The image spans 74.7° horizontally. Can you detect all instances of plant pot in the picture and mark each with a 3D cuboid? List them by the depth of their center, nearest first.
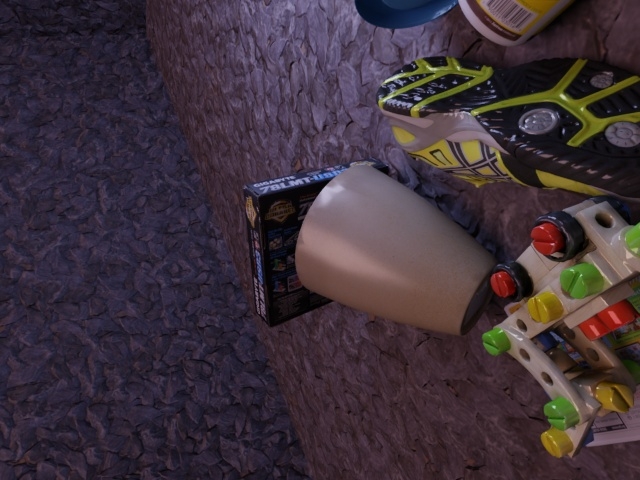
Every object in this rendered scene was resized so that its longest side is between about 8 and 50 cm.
[{"bbox_3d":[0.144,0.037,0.710,0.274,0.257,0.256,29,132,33],"label":"plant pot"}]

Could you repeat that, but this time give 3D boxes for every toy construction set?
[{"bbox_3d":[0.289,0.081,0.418,0.214,0.151,0.327,64,151,27],"label":"toy construction set"}]

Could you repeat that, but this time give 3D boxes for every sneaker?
[{"bbox_3d":[0.246,-0.136,0.541,0.385,0.145,0.147,38,169,44],"label":"sneaker"}]

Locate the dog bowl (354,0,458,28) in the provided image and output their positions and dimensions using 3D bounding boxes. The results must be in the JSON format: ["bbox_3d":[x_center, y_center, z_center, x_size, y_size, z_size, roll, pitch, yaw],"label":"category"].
[{"bbox_3d":[0.151,-0.392,0.516,0.297,0.166,0.073,152,112,-63],"label":"dog bowl"}]

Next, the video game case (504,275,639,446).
[{"bbox_3d":[0.356,0.129,0.507,0.206,0.026,0.227,66,152,23],"label":"video game case"}]

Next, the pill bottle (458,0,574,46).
[{"bbox_3d":[0.247,-0.310,0.415,0.215,0.118,0.117,-39,70,61],"label":"pill bottle"}]

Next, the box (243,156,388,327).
[{"bbox_3d":[0.000,0.000,0.864,0.073,0.296,0.292,35,135,48],"label":"box"}]
